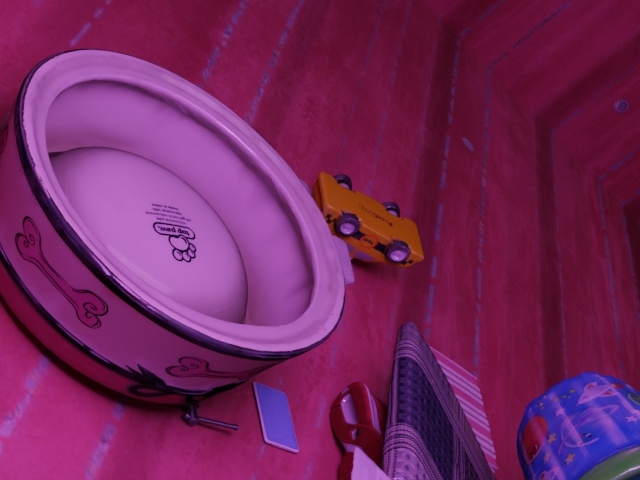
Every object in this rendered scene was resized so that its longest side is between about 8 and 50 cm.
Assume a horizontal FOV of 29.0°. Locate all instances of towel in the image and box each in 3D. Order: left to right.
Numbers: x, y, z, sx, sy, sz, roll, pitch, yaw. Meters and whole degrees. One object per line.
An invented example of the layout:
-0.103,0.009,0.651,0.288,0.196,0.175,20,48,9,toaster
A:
0.150,0.303,1.487,0.324,0.056,0.312,61,19,-25,towel
0.178,0.231,1.736,0.144,0.029,0.197,36,27,-27,towel

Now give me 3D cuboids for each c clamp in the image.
-0.162,0.129,1.338,0.137,0.022,0.160,18,43,-40,c clamp

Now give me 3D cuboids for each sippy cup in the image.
0.338,0.277,1.432,0.306,0.240,0.224,4,27,-15,sippy cup

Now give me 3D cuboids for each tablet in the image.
-0.052,0.204,1.427,0.054,0.006,0.083,27,34,-39,tablet

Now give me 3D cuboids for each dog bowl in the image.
-0.175,-0.005,1.308,0.408,0.150,0.408,33,30,-22,dog bowl

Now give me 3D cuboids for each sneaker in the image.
0.088,0.274,1.470,0.128,0.087,0.221,33,32,-30,sneaker

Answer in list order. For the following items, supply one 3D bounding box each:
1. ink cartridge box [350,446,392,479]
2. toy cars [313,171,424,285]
0.096,0.436,1.187,0.385,0.091,0.308,52,24,-24,ink cartridge box
0.000,0.000,1.692,0.176,0.087,0.394,52,29,14,toy cars
